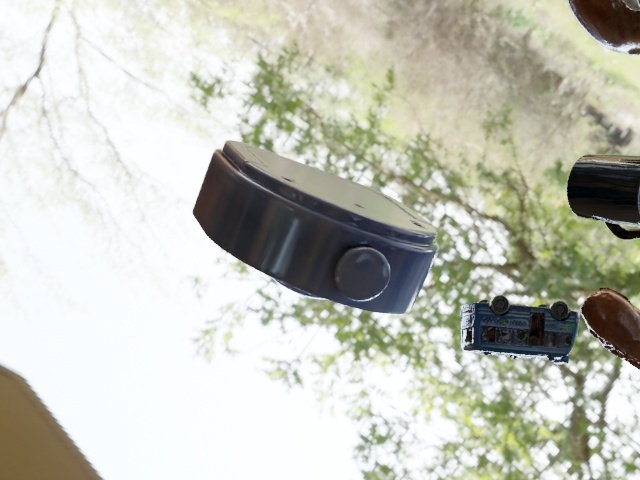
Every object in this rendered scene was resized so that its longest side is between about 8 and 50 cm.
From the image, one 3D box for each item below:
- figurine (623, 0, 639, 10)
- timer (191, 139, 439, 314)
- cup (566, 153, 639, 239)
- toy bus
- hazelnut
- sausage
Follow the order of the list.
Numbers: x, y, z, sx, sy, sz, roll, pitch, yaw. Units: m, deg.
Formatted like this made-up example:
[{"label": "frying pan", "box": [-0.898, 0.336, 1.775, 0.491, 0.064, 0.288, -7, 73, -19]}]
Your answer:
[{"label": "figurine", "box": [0.457, -0.321, 1.109, 0.263, 0.189, 0.142, -10, -97, -63]}, {"label": "timer", "box": [0.000, 0.000, 1.436, 0.395, 0.173, 0.395, 23, -169, -5]}, {"label": "cup", "box": [0.483, -0.065, 1.486, 0.113, 0.150, 0.138, -13, -164, -37]}, {"label": "toy bus", "box": [0.438, 0.196, 2.035, 0.246, 0.134, 0.113, 6, 170, -9]}, {"label": "hazelnut", "box": [0.526, -0.420, 1.584, 0.214, 0.214, 0.176, 30, 157, -21]}, {"label": "sausage", "box": [0.443, 0.155, 1.196, 0.304, 0.078, 0.078, 36, -169, -30]}]
